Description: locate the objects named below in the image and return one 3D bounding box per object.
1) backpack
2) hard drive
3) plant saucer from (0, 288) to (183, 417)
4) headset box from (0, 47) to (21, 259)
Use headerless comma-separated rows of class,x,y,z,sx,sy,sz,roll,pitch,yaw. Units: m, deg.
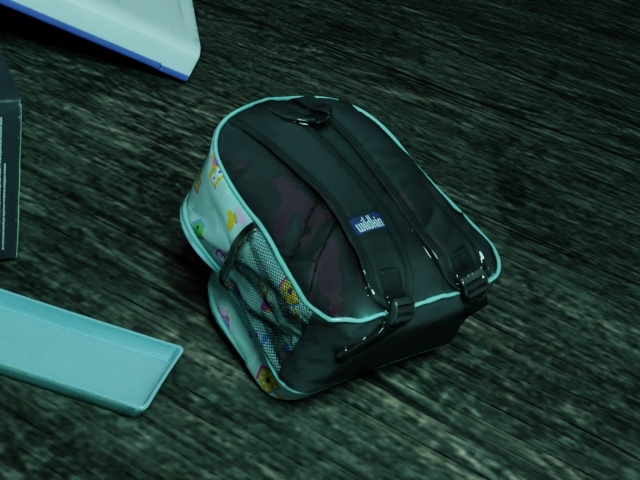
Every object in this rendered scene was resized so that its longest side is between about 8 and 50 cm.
backpack,0.000,0.000,0.741,0.165,0.144,0.188,-17,65,-35
hard drive,-0.274,-0.272,1.087,0.318,0.040,0.210,21,28,-23
plant saucer,-0.188,0.064,0.711,0.192,0.018,0.067,17,33,7
headset box,-0.375,-0.092,0.784,0.283,0.131,0.246,-5,36,-24
